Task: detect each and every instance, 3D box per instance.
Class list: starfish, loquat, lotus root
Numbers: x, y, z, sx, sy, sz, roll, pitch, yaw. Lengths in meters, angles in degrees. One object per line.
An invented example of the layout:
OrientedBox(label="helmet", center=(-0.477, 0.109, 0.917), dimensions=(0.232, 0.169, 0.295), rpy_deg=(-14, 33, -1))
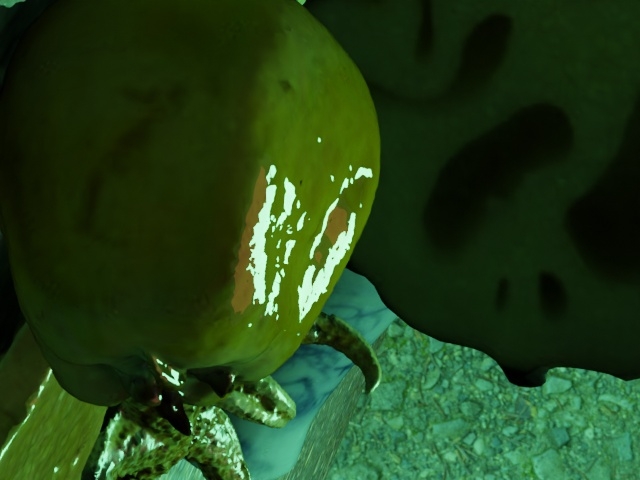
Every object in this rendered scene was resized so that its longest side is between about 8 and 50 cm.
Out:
OrientedBox(label="starfish", center=(-0.065, 0.105, 0.789), dimensions=(0.190, 0.074, 0.146), rpy_deg=(-49, 165, 15))
OrientedBox(label="loquat", center=(-0.040, -0.014, 0.507), dimensions=(0.137, 0.113, 0.137), rpy_deg=(10, 90, -89))
OrientedBox(label="lotus root", center=(0.114, -0.124, 0.681), dimensions=(0.250, 0.316, 0.316), rpy_deg=(-47, 158, -55))

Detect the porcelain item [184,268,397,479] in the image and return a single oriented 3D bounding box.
OrientedBox(label="porcelain item", center=(0.000, 0.000, 0.860), dimensions=(0.259, 0.141, 0.141), rpy_deg=(-64, 177, 28))

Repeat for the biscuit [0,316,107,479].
OrientedBox(label="biscuit", center=(-0.110, 0.084, 0.598), dimensions=(0.162, 0.035, 0.250), rpy_deg=(-34, 149, -86))

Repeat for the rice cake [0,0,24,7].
OrientedBox(label="rice cake", center=(-0.077, -0.072, 0.325), dimensions=(0.270, 0.049, 0.055), rpy_deg=(-50, 157, -70))
